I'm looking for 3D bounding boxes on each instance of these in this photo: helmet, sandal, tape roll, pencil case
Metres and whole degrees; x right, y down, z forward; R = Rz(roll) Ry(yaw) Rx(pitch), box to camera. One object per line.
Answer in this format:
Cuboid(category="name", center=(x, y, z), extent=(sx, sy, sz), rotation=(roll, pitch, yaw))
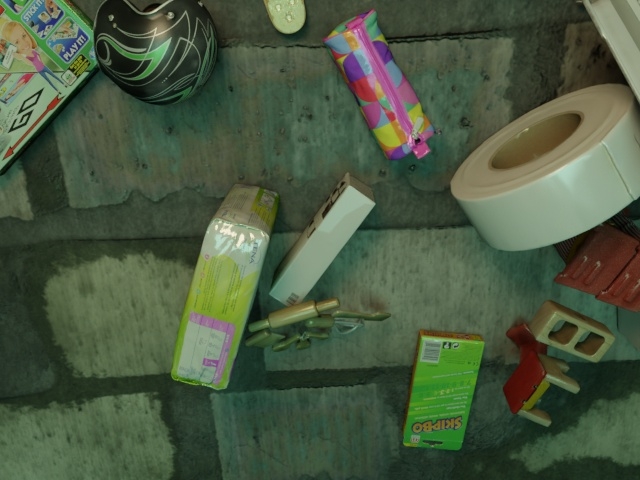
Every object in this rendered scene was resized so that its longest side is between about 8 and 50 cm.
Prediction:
Cuboid(category="helmet", center=(-0.236, -0.289, 0.842), extent=(0.161, 0.169, 0.170), rotation=(18, 110, 11))
Cuboid(category="sandal", center=(-0.087, -0.428, 0.832), extent=(0.088, 0.079, 0.240), rotation=(-24, 108, 9))
Cuboid(category="tape roll", center=(0.342, -0.111, 0.837), extent=(0.286, 0.286, 0.100), rotation=(-33, 106, 12))
Cuboid(category="pencil case", center=(0.098, -0.241, 0.891), extent=(0.104, 0.104, 0.236), rotation=(-30, 106, 11))

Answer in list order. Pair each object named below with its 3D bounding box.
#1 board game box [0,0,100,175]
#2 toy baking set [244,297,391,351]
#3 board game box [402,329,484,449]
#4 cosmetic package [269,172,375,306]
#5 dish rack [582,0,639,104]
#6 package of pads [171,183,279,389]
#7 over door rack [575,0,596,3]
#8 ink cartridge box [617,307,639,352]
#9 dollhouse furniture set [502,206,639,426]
Cuboid(category="board game box", center=(-0.516, -0.281, 0.909), extent=(0.317, 0.046, 0.213), rotation=(-41, 106, 14))
Cuboid(category="toy baking set", center=(-0.008, 0.148, 1.013), extent=(0.256, 0.197, 0.030), rotation=(-19, 64, 11))
Cuboid(category="board game box", center=(0.242, 0.305, 1.124), extent=(0.124, 0.039, 0.260), rotation=(6, 108, -1))
Cuboid(category="cosmetic package", center=(0.000, 0.000, 0.981), extent=(0.060, 0.099, 0.239), rotation=(34, 106, -9))
Cuboid(category="dish rack", center=(0.483, -0.181, 0.755), extent=(0.072, 0.285, 0.333), rotation=(-29, 64, 34))
Cuboid(category="package of pads", center=(-0.156, 0.071, 0.938), extent=(0.101, 0.229, 0.297), rotation=(16, 109, -5))
Cuboid(category="over door rack", center=(0.317, -0.415, 0.726), extent=(0.324, 0.239, 0.108), rotation=(15, 107, -17))
Cuboid(category="ink cartridge box", center=(0.688, 0.094, 0.955), extent=(0.269, 0.197, 0.198), rotation=(-12, 110, 4))
Cuboid(category="dollhouse furniture set", center=(0.402, 0.103, 0.969), extent=(0.152, 0.201, 0.374), rotation=(22, 115, -8))
